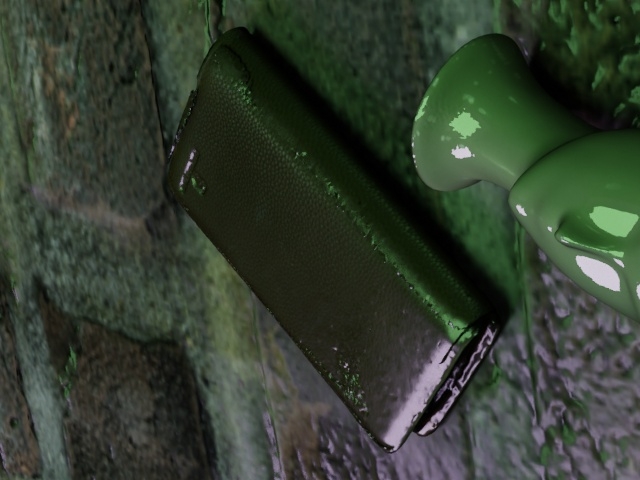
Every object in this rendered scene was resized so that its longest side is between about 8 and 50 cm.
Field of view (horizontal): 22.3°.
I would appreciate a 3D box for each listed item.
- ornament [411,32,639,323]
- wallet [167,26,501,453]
[{"bbox_3d":[0.106,-0.017,0.614,0.156,0.081,0.075,37,128,39],"label":"ornament"},{"bbox_3d":[0.000,0.000,0.781,0.198,0.031,0.110,49,138,23],"label":"wallet"}]
